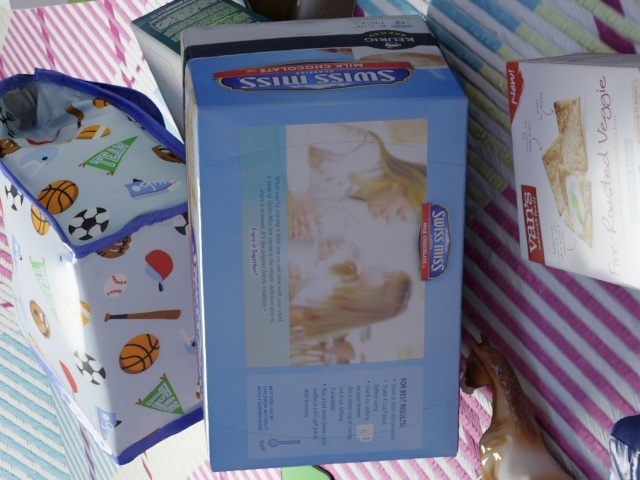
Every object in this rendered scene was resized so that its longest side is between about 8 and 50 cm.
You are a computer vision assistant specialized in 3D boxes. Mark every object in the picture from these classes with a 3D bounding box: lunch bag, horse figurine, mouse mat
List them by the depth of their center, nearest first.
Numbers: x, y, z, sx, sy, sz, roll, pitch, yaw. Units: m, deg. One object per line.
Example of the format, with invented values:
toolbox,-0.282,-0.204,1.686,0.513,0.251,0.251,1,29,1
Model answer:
lunch bag,0.250,0.177,1.273,0.065,0.067,0.098,-148,50,-65
horse figurine,0.170,0.227,1.505,0.263,0.066,0.174,-111,30,-49
lunch bag,-0.258,0.008,2.095,0.385,0.239,0.328,38,142,45
mouse mat,-0.011,0.336,2.153,0.189,0.007,0.153,-161,63,-69

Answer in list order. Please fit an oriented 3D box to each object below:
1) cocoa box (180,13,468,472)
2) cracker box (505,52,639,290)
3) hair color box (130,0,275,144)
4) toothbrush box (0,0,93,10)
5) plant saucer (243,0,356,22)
cocoa box,0.000,0.000,1.574,0.228,0.231,0.347,-105,13,-65
cracker box,0.215,-0.052,1.262,0.232,0.067,0.156,-163,65,-69
hair color box,-0.086,-0.152,1.905,0.174,0.105,0.347,66,169,-24
toothbrush box,-0.201,-0.354,1.802,0.122,0.283,0.206,-153,55,-66
plant saucer,-0.041,-0.332,1.862,0.310,0.050,0.311,171,90,-71
